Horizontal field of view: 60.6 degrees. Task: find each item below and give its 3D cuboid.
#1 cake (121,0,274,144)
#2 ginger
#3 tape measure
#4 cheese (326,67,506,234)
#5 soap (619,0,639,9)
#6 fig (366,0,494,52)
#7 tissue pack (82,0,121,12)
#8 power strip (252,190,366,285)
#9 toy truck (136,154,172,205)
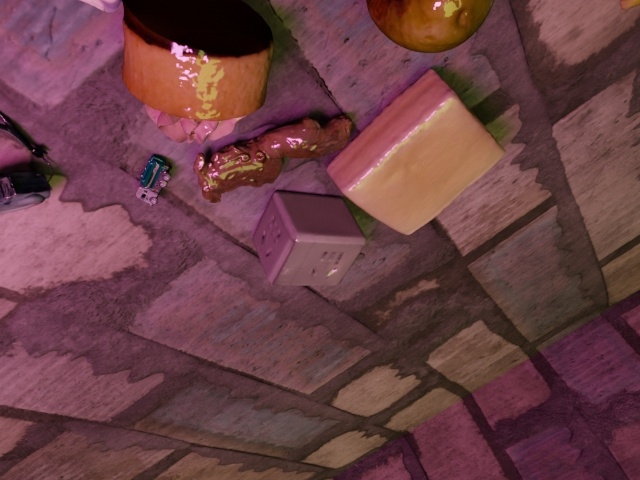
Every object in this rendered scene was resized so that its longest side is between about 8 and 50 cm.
[{"bbox_3d":[-0.168,-0.217,0.725,0.185,0.207,0.178,-25,154,-40],"label":"cake"},{"bbox_3d":[-0.072,-0.145,0.937,0.290,0.084,0.122,-23,135,-6],"label":"ginger"},{"bbox_3d":[-0.468,-0.121,0.781,0.107,0.104,0.179,-13,111,19],"label":"tape measure"},{"bbox_3d":[0.185,-0.153,1.048,0.265,0.123,0.243,-43,136,19],"label":"cheese"},{"bbox_3d":[0.672,-0.552,0.871,0.428,0.115,0.306,-19,138,-11],"label":"soap"},{"bbox_3d":[0.156,-0.348,0.764,0.181,0.181,0.191,-42,171,19],"label":"fig"},{"bbox_3d":[-0.240,-0.415,0.497,0.242,0.125,0.343,14,127,-41],"label":"tissue pack"},{"bbox_3d":[0.000,0.000,1.101,0.225,0.139,0.140,2,133,-31],"label":"power strip"},{"bbox_3d":[-0.277,-0.101,0.911,0.044,0.039,0.083,23,121,-25],"label":"toy truck"}]
